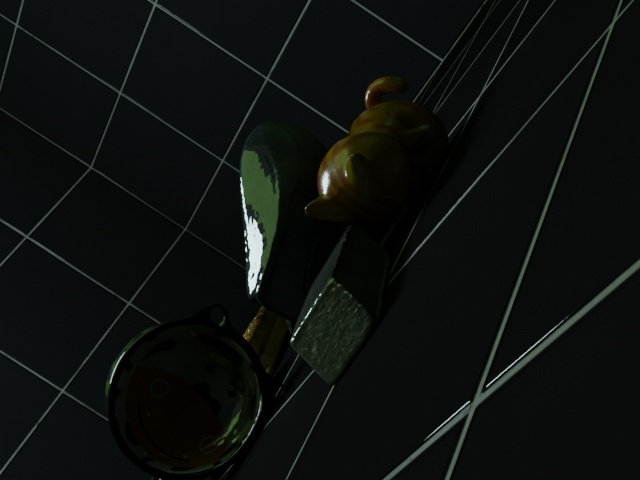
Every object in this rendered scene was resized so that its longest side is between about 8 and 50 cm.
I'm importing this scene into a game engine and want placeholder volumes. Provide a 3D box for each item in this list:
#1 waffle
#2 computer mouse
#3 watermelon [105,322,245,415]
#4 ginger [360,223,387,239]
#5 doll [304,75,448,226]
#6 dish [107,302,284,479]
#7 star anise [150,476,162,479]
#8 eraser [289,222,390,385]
[{"bbox_3d":[-0.161,0.279,2.258,0.213,0.091,0.308,-56,2,22],"label":"waffle"},{"bbox_3d":[-0.031,-0.032,1.595,0.122,0.188,0.370,-23,61,43],"label":"computer mouse"},{"bbox_3d":[-0.266,0.296,1.913,0.285,0.285,0.285,-57,2,4],"label":"watermelon"},{"bbox_3d":[0.038,-0.018,1.822,0.275,0.130,0.221,-46,-11,15],"label":"ginger"},{"bbox_3d":[0.096,-0.120,1.562,0.166,0.162,0.269,-60,0,36],"label":"doll"},{"bbox_3d":[-0.213,0.272,1.713,0.303,0.303,0.120,-57,-15,-11],"label":"dish"},{"bbox_3d":[-0.326,0.532,2.178,0.220,0.099,0.214,-65,-1,-72],"label":"star anise"},{"bbox_3d":[0.032,0.074,1.347,0.111,0.077,0.352,-59,2,15],"label":"eraser"}]
